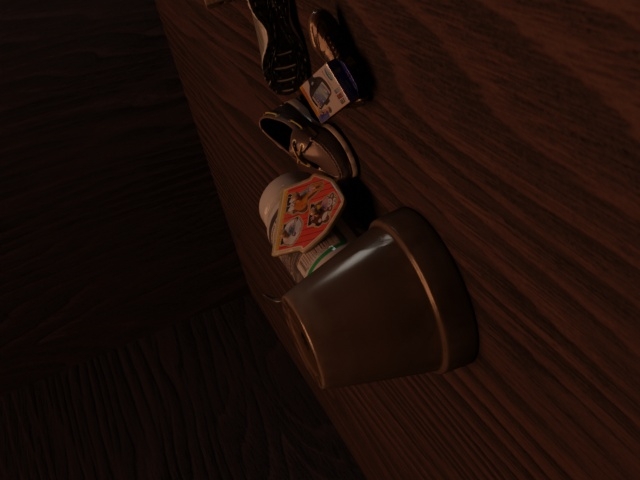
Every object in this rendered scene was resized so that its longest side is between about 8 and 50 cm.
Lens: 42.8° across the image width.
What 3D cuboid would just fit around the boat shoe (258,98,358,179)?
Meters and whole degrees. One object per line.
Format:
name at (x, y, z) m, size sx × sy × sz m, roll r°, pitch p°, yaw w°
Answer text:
boat shoe at (-0.030, -0.215, 1.815) m, size 0.324 × 0.097 × 0.116 m, roll 47°, pitch 155°, yaw 45°

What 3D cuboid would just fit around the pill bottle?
pill bottle at (0.000, 0.000, 1.853) m, size 0.361 × 0.204 × 0.204 m, roll -125°, pitch 18°, yaw -48°

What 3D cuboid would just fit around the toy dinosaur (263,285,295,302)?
toy dinosaur at (0.009, 0.120, 2.033) m, size 0.160 × 0.314 × 0.121 m, roll -48°, pitch -34°, yaw -79°

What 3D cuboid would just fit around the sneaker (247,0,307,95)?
sneaker at (-0.092, -0.447, 1.764) m, size 0.108 × 0.100 × 0.271 m, roll -105°, pitch 3°, yaw -63°

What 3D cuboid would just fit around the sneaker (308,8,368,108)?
sneaker at (0.041, -0.330, 1.473) m, size 0.071 × 0.066 × 0.188 m, roll 9°, pitch 127°, yaw 56°

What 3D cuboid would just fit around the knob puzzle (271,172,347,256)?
knob puzzle at (-0.027, -0.064, 1.739) m, size 0.030 × 0.213 × 0.213 m, roll 33°, pitch -166°, yaw -40°

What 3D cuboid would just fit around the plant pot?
plant pot at (0.092, 0.138, 1.528) m, size 0.323 × 0.280 × 0.323 m, roll 61°, pitch 167°, yaw 25°

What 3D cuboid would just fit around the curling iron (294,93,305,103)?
curling iron at (-0.067, -0.304, 2.019) m, size 0.068 × 0.035 × 0.274 m, roll 46°, pitch 161°, yaw 3°

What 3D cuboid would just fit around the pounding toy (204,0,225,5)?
pounding toy at (-0.265, -0.667, 2.125) m, size 0.141 × 0.100 × 0.130 m, roll -119°, pitch 10°, yaw -79°

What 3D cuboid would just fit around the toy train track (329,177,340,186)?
toy train track at (0.025, -0.159, 1.914) m, size 0.048 × 0.014 × 0.083 m, roll 155°, pitch 94°, yaw -78°

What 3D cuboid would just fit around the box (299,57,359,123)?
box at (0.017, -0.271, 1.473) m, size 0.081 × 0.028 × 0.136 m, roll 58°, pitch 154°, yaw -3°
